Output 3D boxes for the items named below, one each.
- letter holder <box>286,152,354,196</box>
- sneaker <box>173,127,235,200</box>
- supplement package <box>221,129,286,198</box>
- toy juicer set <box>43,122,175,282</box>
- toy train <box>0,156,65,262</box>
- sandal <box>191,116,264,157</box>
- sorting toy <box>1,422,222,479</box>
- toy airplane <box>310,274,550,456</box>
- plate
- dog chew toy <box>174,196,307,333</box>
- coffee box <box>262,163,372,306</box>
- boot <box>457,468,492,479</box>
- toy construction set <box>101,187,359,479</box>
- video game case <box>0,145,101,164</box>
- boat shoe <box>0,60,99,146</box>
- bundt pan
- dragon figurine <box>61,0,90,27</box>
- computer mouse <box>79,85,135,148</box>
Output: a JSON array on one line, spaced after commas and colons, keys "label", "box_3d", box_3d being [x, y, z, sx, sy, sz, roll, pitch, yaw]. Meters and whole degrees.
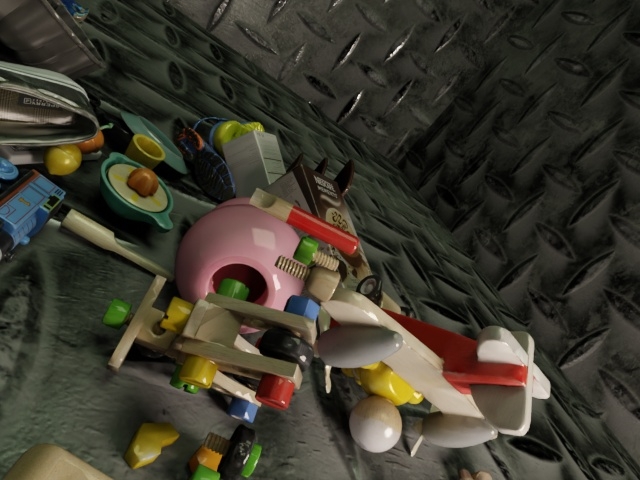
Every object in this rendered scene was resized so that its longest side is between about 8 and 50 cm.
[{"label": "letter holder", "box_3d": [-0.021, -0.170, 1.326, 0.152, 0.214, 0.302, 37, 21, -11]}, {"label": "sneaker", "box_3d": [-0.267, -0.185, 1.124, 0.221, 0.083, 0.087, 55, 11, 19]}, {"label": "supplement package", "box_3d": [-0.154, -0.166, 1.145, 0.105, 0.105, 0.179, -10, 83, -65]}, {"label": "toy juicer set", "box_3d": [-0.342, -0.097, 0.770, 0.209, 0.089, 0.329, 24, 32, -46]}, {"label": "toy train", "box_3d": [-0.409, -0.036, 0.579, 0.105, 0.080, 0.184, 39, 20, -23]}, {"label": "sandal", "box_3d": [-0.255, -0.290, 1.304, 0.138, 0.126, 0.317, 13, 6, 13]}, {"label": "sorting toy", "box_3d": [-0.182, 0.273, 0.405, 0.229, 0.041, 0.307, 37, 21, -12]}, {"label": "toy airplane", "box_3d": [0.158, 0.230, 0.756, 0.386, 0.272, 0.384, 32, -16, 11]}, {"label": "plate", "box_3d": [-0.363, -0.223, 1.028, 0.188, 0.024, 0.188, 47, 3, -3]}, {"label": "dog chew toy", "box_3d": [-0.130, 0.016, 0.806, 0.206, 0.207, 0.332, 35, 14, -16]}, {"label": "coffee box", "box_3d": [0.000, 0.000, 1.031, 0.168, 0.118, 0.297, 14, 52, -57]}, {"label": "boot", "box_3d": [0.297, 0.476, 0.854, 0.118, 0.042, 0.087, 26, 32, -32]}, {"label": "toy construction set", "box_3d": [-0.126, 0.082, 0.550, 0.237, 0.309, 0.257, 28, -5, -5]}, {"label": "video game case", "box_3d": [-0.511, -0.199, 0.801, 0.173, 0.022, 0.190, 44, 21, 5]}, {"label": "boat shoe", "box_3d": [-0.473, -0.192, 0.630, 0.119, 0.121, 0.335, 41, 34, 27]}, {"label": "bundt pan", "box_3d": [-0.592, -0.461, 0.916, 0.331, 0.124, 0.331, 54, -4, 6]}, {"label": "dragon figurine", "box_3d": [-0.698, -0.614, 1.209, 0.144, 0.085, 0.289, 26, 25, -34]}, {"label": "computer mouse", "box_3d": [-0.473, -0.266, 0.992, 0.242, 0.041, 0.071, 41, 11, 17]}]
